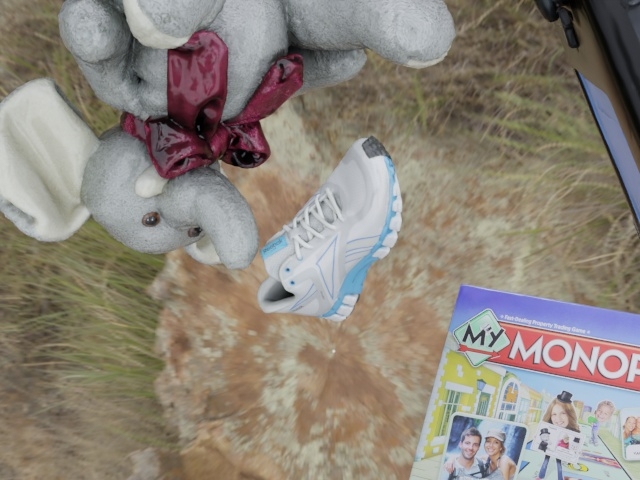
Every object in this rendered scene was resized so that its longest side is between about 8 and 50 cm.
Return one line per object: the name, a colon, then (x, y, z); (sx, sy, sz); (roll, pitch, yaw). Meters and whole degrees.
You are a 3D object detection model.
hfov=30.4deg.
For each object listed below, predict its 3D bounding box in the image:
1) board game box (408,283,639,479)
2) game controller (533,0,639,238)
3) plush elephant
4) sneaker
board game box: (0.242, 0.166, 0.964); (0.317, 0.046, 0.214); (9, 74, 25)
game controller: (0.161, 0.006, 0.506); (0.067, 0.166, 0.319); (-24, 101, 1)
plush elephant: (-0.106, -0.091, 0.936); (0.271, 0.330, 0.256); (-3, 104, -42)
sneaker: (0.000, 0.000, 0.882); (0.082, 0.191, 0.071); (-4, 49, -25)
